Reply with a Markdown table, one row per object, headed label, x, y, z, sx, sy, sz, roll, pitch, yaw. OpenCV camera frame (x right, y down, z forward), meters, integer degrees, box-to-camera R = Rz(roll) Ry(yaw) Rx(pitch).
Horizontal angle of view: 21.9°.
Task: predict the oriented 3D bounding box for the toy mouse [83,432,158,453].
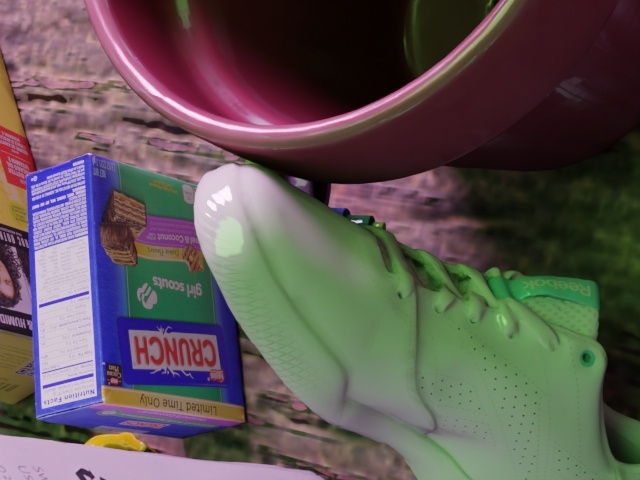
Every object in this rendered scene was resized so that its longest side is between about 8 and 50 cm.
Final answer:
| label | x | y | z | sx | sy | sz | roll | pitch | yaw |
| --- | --- | --- | --- | --- | --- | --- | --- | --- | --- |
| toy mouse | -0.117 | 0.149 | 0.725 | 0.161 | 0.031 | 0.143 | 24 | 75 | 50 |

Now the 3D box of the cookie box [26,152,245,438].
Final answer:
| label | x | y | z | sx | sy | sz | roll | pitch | yaw |
| --- | --- | --- | --- | --- | --- | --- | --- | --- | --- |
| cookie box | -0.078 | 0.026 | 0.708 | 0.040 | 0.092 | 0.107 | -16 | 71 | 33 |

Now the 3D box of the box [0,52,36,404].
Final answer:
| label | x | y | z | sx | sy | sz | roll | pitch | yaw |
| --- | --- | --- | --- | --- | --- | --- | --- | --- | --- |
| box | -0.184 | -0.039 | 0.799 | 0.058 | 0.087 | 0.232 | -32 | 62 | 21 |

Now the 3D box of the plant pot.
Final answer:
| label | x | y | z | sx | sy | sz | roll | pitch | yaw |
| --- | --- | --- | --- | --- | --- | --- | --- | --- | --- |
| plant pot | 0.044 | -0.108 | 0.603 | 0.201 | 0.180 | 0.201 | -9 | 74 | 33 |

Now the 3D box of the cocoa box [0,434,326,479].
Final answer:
| label | x | y | z | sx | sy | sz | roll | pitch | yaw |
| --- | --- | --- | --- | --- | --- | --- | --- | --- | --- |
| cocoa box | -0.025 | 0.263 | 0.530 | 0.347 | 0.231 | 0.228 | 45 | 105 | 33 |

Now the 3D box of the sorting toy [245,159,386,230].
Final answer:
| label | x | y | z | sx | sy | sz | roll | pitch | yaw |
| --- | --- | --- | --- | --- | --- | --- | --- | --- | --- |
| sorting toy | 0.000 | 0.000 | 0.682 | 0.042 | 0.061 | 0.102 | 1 | 107 | 20 |

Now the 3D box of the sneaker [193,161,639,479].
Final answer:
| label | x | y | z | sx | sy | sz | roll | pitch | yaw |
| --- | --- | --- | --- | --- | --- | --- | --- | --- | --- |
| sneaker | 0.048 | 0.033 | 0.569 | 0.094 | 0.212 | 0.080 | -36 | 30 | 18 |
